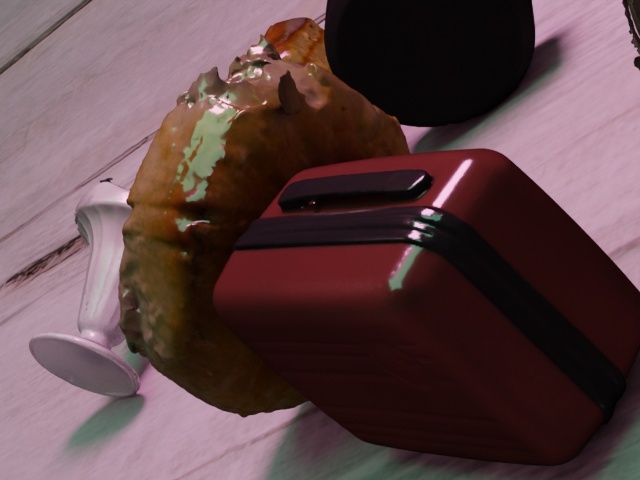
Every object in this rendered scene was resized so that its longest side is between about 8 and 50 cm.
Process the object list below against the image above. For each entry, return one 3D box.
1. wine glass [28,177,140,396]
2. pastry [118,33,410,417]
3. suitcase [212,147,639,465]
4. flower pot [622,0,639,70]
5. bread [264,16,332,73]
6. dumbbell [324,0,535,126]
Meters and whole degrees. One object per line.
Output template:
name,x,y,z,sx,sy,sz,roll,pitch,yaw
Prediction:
wine glass,-0.223,0.057,2.032,0.165,0.165,0.196,-14,45,52
pastry,-0.030,-0.001,1.622,0.136,0.329,0.329,18,67,46
suitcase,0.079,0.051,1.420,0.297,0.236,0.161,-1,51,58
flower pot,0.386,-0.217,1.318,0.259,0.290,0.290,15,65,47
bread,-0.043,-0.133,1.966,0.184,0.111,0.234,-59,5,13
dumbbell,0.110,-0.278,1.914,0.204,0.204,0.322,-37,26,24
